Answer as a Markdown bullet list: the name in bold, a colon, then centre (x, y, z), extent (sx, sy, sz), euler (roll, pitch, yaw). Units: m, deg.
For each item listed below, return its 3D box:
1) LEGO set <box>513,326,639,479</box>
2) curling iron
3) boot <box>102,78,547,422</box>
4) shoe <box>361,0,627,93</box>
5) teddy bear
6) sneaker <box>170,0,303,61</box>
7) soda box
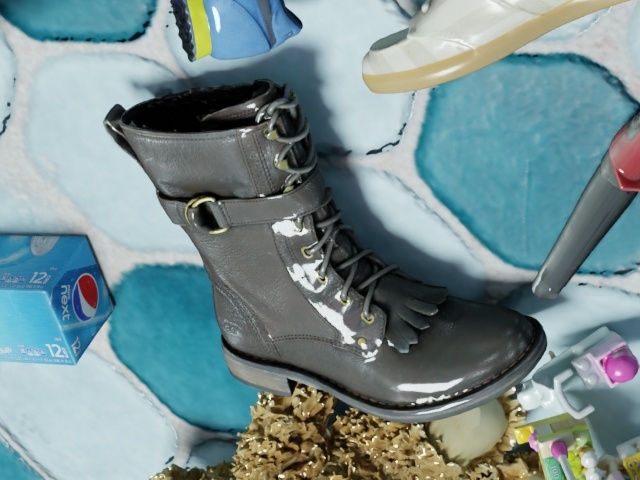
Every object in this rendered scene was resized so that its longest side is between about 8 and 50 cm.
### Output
- **LEGO set**: centre (0.223, 0.201, 1.133), extent (0.132, 0.107, 0.287), euler (-38, 107, 9)
- **curling iron**: centre (0.195, -0.043, 1.015), extent (0.068, 0.035, 0.274), euler (33, 134, -3)
- **boot**: centre (0.000, 0.000, 1.107), extent (0.263, 0.091, 0.229), euler (1, 129, 27)
- **shoe**: centre (0.114, -0.139, 0.954), extent (0.219, 0.076, 0.058), euler (-19, 100, 28)
- **teddy bear**: centre (0.026, 0.191, 1.264), extent (0.245, 0.113, 0.338), euler (35, 127, -16)
- **sneaker**: centre (-0.055, -0.205, 0.988), extent (0.082, 0.069, 0.209), euler (-14, 117, -9)
- **soda box**: centre (-0.264, 0.041, 1.284), extent (0.210, 0.067, 0.071), euler (1, 128, 25)
